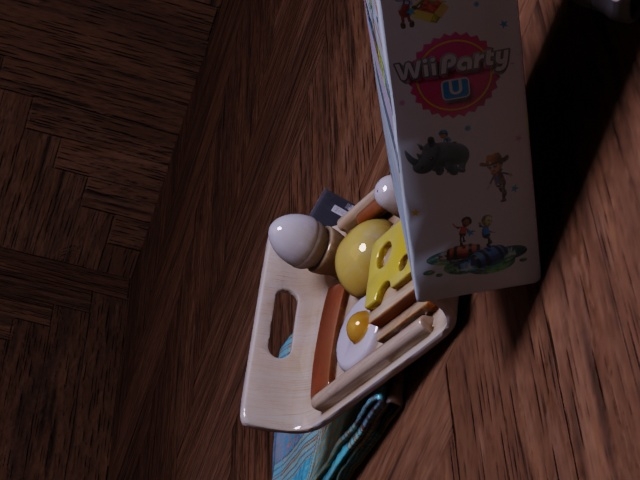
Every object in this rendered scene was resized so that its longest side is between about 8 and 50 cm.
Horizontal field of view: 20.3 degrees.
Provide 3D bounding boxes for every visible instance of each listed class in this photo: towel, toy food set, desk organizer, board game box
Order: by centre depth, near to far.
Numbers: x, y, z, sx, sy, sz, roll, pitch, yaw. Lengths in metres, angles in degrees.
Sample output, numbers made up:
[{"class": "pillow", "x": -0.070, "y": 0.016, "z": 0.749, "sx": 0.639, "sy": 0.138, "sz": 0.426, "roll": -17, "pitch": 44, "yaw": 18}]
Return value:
[{"class": "board game box", "x": 0.083, "y": -0.145, "z": 1.259, "sx": 0.224, "sy": 0.097, "sz": 0.303, "roll": -99, "pitch": -1, "yaw": -60}, {"class": "toy food set", "x": 0.027, "y": 0.015, "z": 1.541, "sx": 0.306, "sy": 0.092, "sz": 0.219, "roll": -42, "pitch": 32, "yaw": 50}, {"class": "towel", "x": 0.014, "y": 0.129, "z": 1.728, "sx": 0.370, "sy": 0.040, "sz": 0.271, "roll": 119, "pitch": 161, "yaw": -53}, {"class": "desk organizer", "x": 0.000, "y": 0.000, "z": 1.834, "sx": 0.050, "sy": 0.047, "sz": 0.130, "roll": -61, "pitch": 0, "yaw": 27}]

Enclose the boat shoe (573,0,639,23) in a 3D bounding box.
[{"class": "boat shoe", "x": 0.230, "y": -0.259, "z": 1.052, "sx": 0.112, "sy": 0.095, "sz": 0.335, "roll": -38, "pitch": -11, "yaw": -38}]
